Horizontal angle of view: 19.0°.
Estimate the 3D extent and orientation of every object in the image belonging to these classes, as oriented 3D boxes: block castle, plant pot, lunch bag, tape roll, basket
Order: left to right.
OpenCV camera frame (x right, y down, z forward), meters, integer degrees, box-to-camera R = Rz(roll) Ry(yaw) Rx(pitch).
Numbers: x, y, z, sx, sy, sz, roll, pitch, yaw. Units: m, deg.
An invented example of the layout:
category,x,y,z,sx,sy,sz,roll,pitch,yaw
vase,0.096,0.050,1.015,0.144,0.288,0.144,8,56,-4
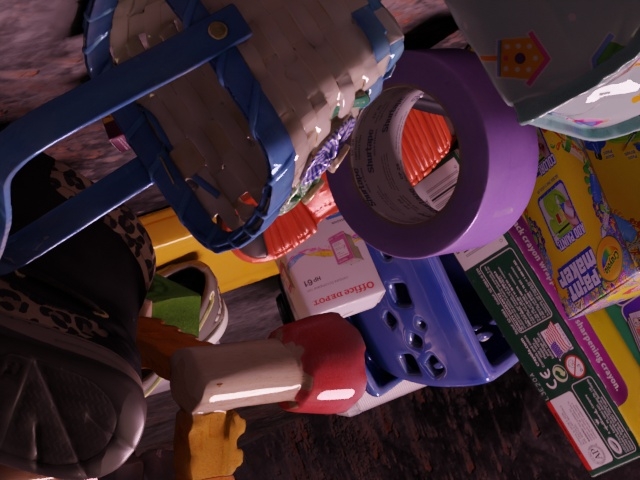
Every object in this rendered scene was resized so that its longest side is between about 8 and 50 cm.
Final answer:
category,x,y,z,sx,sy,sz,roll,pitch,yaw
block castle,-0.145,0.167,1.729,0.213,0.303,0.453,-5,-164,-38
basket,-0.099,-0.087,1.273,0.289,0.201,0.255,-29,173,-17
tape roll,0.099,-0.080,1.738,0.189,0.189,0.080,-30,167,38
plant pot,0.125,0.032,2.161,0.212,0.236,0.236,-21,-171,42
lunch bag,0.177,-0.189,1.254,0.160,0.223,0.262,-33,166,23

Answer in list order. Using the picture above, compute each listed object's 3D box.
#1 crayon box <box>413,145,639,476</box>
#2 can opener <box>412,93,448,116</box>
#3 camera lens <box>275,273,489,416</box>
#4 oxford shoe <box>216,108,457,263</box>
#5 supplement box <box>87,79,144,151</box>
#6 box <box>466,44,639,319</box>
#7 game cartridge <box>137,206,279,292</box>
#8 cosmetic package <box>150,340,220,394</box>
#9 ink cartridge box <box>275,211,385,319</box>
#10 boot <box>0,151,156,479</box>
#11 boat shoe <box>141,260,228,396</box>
category,x,y,z,sx,sy,sz,roll,pitch,yaw
crayon box,0.317,0.016,2.031,0.313,0.363,0.106,-28,175,-37
can opener,0.144,-0.139,1.889,0.186,0.073,0.059,0,160,-38
camera lens,0.094,0.089,2.487,0.274,0.219,0.219,-22,169,1
oxford shoe,0.012,-0.079,1.926,0.271,0.097,0.098,-27,-156,-8
supplement box,-0.131,-0.112,1.491,0.083,0.055,0.043,-23,168,2
box,0.330,-0.115,1.781,0.290,0.279,0.177,-17,168,-19
game cartridge,-0.150,0.015,2.120,0.285,0.053,0.324,-19,166,-14
cosmetic package,-0.257,0.152,2.440,0.238,0.107,0.127,-17,169,-38
ink cartridge box,0.003,0.021,2.001,0.088,0.122,0.052,-19,167,-15
boot,-0.292,0.015,1.438,0.284,0.377,0.138,-83,-164,-66
boat shoe,-0.221,0.136,2.007,0.305,0.109,0.091,-43,158,-20
